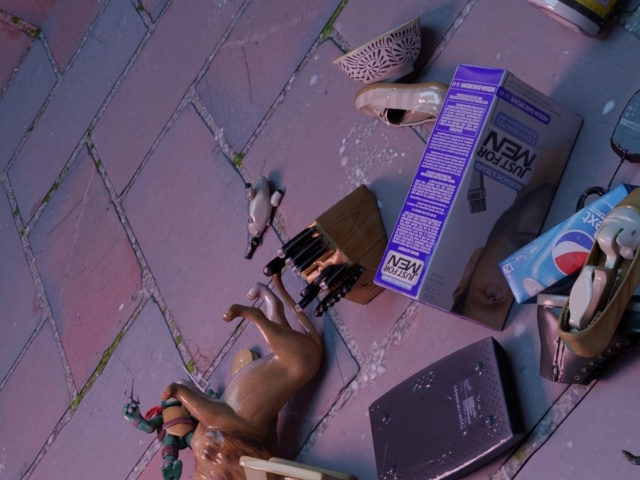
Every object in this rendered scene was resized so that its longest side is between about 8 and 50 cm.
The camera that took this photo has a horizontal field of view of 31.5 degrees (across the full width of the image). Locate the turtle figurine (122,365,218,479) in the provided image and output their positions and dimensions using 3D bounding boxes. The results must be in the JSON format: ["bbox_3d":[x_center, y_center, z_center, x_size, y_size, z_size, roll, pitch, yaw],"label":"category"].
[{"bbox_3d":[-0.263,0.336,2.097,0.175,0.118,0.234,-21,45,-7],"label":"turtle figurine"}]

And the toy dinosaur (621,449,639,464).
[{"bbox_3d":[0.474,0.230,1.220,0.200,0.127,0.295,-51,45,11],"label":"toy dinosaur"}]

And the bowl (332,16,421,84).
[{"bbox_3d":[0.113,-0.314,1.959,0.170,0.080,0.170,-27,9,5],"label":"bowl"}]

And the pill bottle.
[{"bbox_3d":[0.400,-0.412,1.640,0.208,0.119,0.119,-61,37,10],"label":"pill bottle"}]

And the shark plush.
[{"bbox_3d":[-0.116,-0.044,2.180,0.067,0.073,0.161,-168,78,-73],"label":"shark plush"}]

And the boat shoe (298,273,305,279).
[{"bbox_3d":[-0.007,0.025,2.002,0.035,0.035,0.100,23,86,26],"label":"boat shoe"}]

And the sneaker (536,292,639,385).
[{"bbox_3d":[0.378,0.130,1.440,0.222,0.083,0.118,2,93,45],"label":"sneaker"}]

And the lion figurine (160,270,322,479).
[{"bbox_3d":[-0.102,0.248,1.885,0.392,0.240,0.142,-53,-4,-7],"label":"lion figurine"}]

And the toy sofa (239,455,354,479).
[{"bbox_3d":[-0.060,0.522,1.738,0.150,0.177,0.362,6,75,29],"label":"toy sofa"}]

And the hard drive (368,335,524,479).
[{"bbox_3d":[0.179,0.262,1.623,0.255,0.054,0.172,-36,46,36],"label":"hard drive"}]

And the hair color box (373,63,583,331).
[{"bbox_3d":[0.228,-0.059,1.617,0.110,0.185,0.339,22,90,52],"label":"hair color box"}]

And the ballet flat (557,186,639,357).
[{"bbox_3d":[0.354,0.030,1.374,0.080,0.073,0.232,16,80,45],"label":"ballet flat"}]

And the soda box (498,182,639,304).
[{"bbox_3d":[0.345,0.008,1.508,0.210,0.071,0.067,-37,67,31],"label":"soda box"}]

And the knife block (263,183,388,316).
[{"bbox_3d":[0.000,0.000,1.825,0.088,0.242,0.275,-41,44,30],"label":"knife block"}]

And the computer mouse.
[{"bbox_3d":[0.412,-0.100,1.538,0.071,0.041,0.242,33,104,30],"label":"computer mouse"}]

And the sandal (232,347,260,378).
[{"bbox_3d":[-0.146,0.294,1.994,0.088,0.079,0.240,-37,46,35],"label":"sandal"}]

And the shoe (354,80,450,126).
[{"bbox_3d":[0.133,-0.227,1.915,0.219,0.076,0.058,2,68,50],"label":"shoe"}]
